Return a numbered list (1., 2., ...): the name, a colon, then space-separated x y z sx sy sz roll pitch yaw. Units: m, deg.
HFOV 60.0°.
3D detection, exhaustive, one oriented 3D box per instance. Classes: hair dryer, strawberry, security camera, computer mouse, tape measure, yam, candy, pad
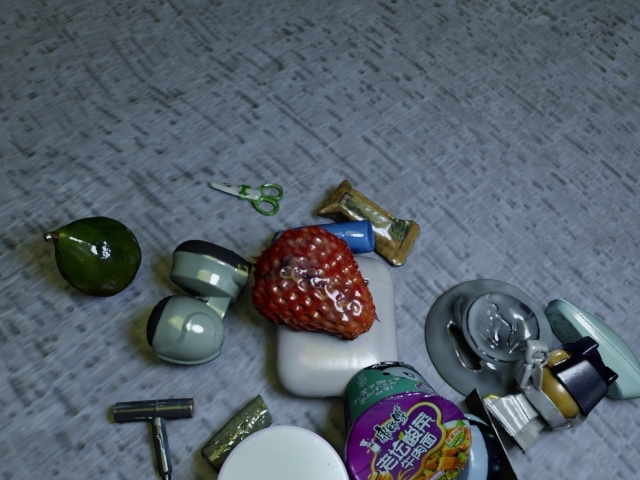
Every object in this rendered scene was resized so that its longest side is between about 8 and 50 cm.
1. hair dryer: -0.369 0.448 1.215 0.173 0.050 0.195 -2 65 -2
2. strawberry: -0.032 0.096 1.213 0.253 0.150 0.280 -24 61 -2
3. security camera: -0.293 0.156 1.305 0.191 0.197 0.277 20 70 -7
4. computer mouse: 0.669 0.251 1.335 0.097 0.159 0.288 -32 74 -3
5. tape measure: 0.301 0.465 1.182 0.107 0.181 0.182 10 59 -14
6. yam: -0.178 0.428 1.223 0.078 0.078 0.179 41 64 16
7. candy: 0.137 -0.052 1.497 0.271 0.101 0.143 33 72 6
8. pad: 0.377 0.446 1.211 0.003 0.158 0.235 -19 64 -4

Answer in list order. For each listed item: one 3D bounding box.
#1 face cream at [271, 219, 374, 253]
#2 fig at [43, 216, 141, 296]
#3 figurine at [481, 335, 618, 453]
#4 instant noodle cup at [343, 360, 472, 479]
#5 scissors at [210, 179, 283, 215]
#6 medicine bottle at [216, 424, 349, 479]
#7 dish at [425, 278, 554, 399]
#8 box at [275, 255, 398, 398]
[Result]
1. face cream: 0.000 0.000 1.417 0.263 0.149 0.083 -5 80 16
2. fig: -0.543 0.028 1.318 0.195 0.245 0.195 -4 67 11
3. figurine: 0.513 0.335 1.223 0.308 0.309 0.143 -17 45 -13
4. instant noodle cup: 0.156 0.374 1.136 0.251 0.190 0.251 -2 104 -6
5. scissors: -0.209 -0.132 1.548 0.204 0.027 0.101 14 58 0
6. medicine bottle: -0.075 0.512 1.091 0.252 0.241 0.253 2 62 -4
7. dish: 0.428 0.224 1.354 0.324 0.124 0.324 2 61 -4
8. box: 0.038 0.199 1.326 0.288 0.141 0.349 1 62 -2
